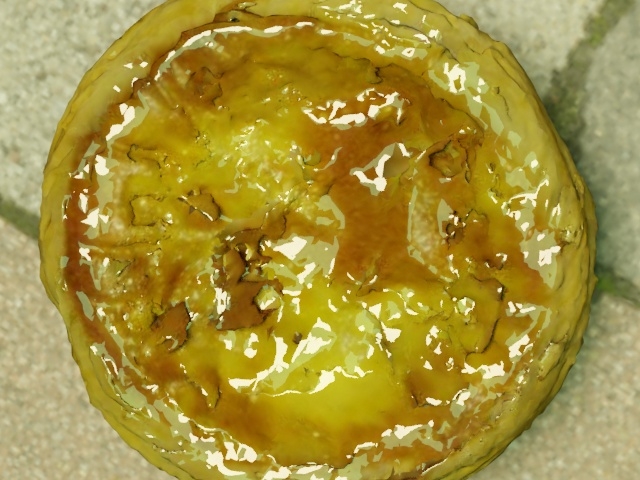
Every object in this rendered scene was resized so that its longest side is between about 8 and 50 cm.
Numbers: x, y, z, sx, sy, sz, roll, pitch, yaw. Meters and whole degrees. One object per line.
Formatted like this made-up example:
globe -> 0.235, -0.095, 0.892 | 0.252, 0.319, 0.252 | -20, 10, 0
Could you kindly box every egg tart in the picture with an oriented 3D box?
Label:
egg tart -> 0.000, 0.000, 0.763 | 0.290, 0.115, 0.290 | 1, 101, 4
